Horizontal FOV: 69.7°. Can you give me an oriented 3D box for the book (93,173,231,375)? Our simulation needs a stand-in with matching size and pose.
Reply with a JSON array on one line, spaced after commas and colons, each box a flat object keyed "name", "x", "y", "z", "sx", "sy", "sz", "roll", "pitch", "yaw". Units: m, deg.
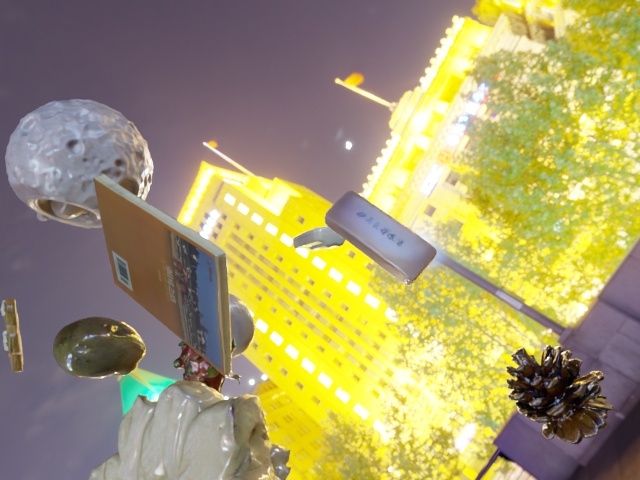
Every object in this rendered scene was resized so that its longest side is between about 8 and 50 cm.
[{"name": "book", "x": -0.296, "y": 0.057, "z": 0.849, "sx": 0.028, "sy": 0.374, "sz": 0.262, "roll": -29, "pitch": -45, "yaw": -43}]

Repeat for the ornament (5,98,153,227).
[{"name": "ornament", "x": -0.606, "y": -0.200, "z": 1.177, "sx": 0.337, "sy": 0.337, "sz": 0.337, "roll": -40, "pitch": -30, "yaw": -29}]

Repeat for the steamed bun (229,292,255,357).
[{"name": "steamed bun", "x": -0.411, "y": 0.356, "z": 1.866, "sx": 0.177, "sy": 0.283, "sz": 0.282, "roll": -31, "pitch": -35, "yaw": -52}]

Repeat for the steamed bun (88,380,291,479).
[{"name": "steamed bun", "x": -0.135, "y": 0.307, "z": 0.534, "sx": 0.137, "sy": 0.292, "sz": 0.295, "roll": 34, "pitch": -92, "yaw": -48}]

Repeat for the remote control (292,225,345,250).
[{"name": "remote control", "x": 0.000, "y": -0.001, "z": 1.049, "sx": 0.090, "sy": 0.049, "sz": 0.230, "roll": -7, "pitch": -2, "yaw": -15}]

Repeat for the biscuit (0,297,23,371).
[{"name": "biscuit", "x": -0.778, "y": 0.252, "z": 1.162, "sx": 0.035, "sy": 0.158, "sz": 0.240, "roll": -3, "pitch": -31, "yaw": -32}]

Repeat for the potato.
[{"name": "potato", "x": -0.617, "y": 0.302, "z": 1.290, "sx": 0.160, "sy": 0.235, "sz": 0.177, "roll": 137, "pitch": 145, "yaw": -56}]

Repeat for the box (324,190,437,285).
[{"name": "box", "x": 0.059, "y": -0.005, "z": 0.467, "sx": 0.048, "sy": 0.115, "sz": 0.025, "roll": -42, "pitch": -21, "yaw": -26}]

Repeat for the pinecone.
[{"name": "pinecone", "x": 0.463, "y": 0.292, "z": 0.907, "sx": 0.179, "sy": 0.195, "sz": 0.149, "roll": -24, "pitch": -35, "yaw": -58}]

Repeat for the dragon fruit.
[{"name": "dragon fruit", "x": -0.278, "y": 0.329, "z": 1.155, "sx": 0.137, "sy": 0.235, "sz": 0.135, "roll": -22, "pitch": -8, "yaw": 33}]
